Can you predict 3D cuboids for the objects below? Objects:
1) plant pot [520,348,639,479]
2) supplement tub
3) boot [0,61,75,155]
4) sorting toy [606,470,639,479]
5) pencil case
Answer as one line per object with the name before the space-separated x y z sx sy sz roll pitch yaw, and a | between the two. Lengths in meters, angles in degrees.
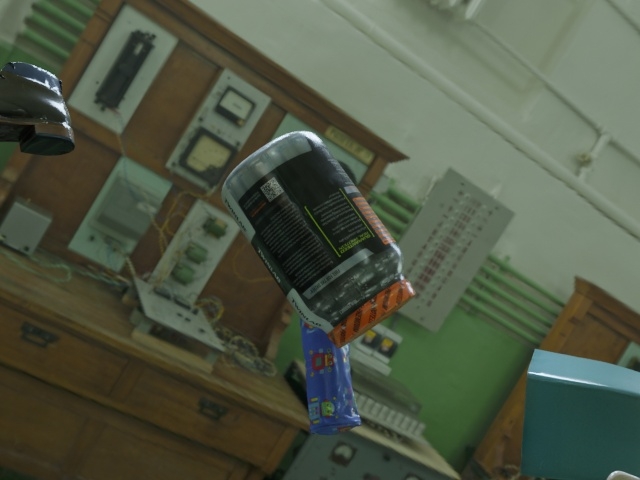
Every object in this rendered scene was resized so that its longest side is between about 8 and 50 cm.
plant pot | 0.449 0.286 1.077 0.234 0.165 0.165 5 7 22
supplement tub | 0.000 0.000 1.160 0.338 0.207 0.207 56 7 12
boot | -0.428 -0.184 0.882 0.082 0.106 0.219 -22 -22 34
sorting toy | 0.417 0.406 0.899 0.193 0.208 0.038 21 25 -1
pencil case | 0.022 0.294 1.572 0.119 0.306 0.133 -12 -25 15
